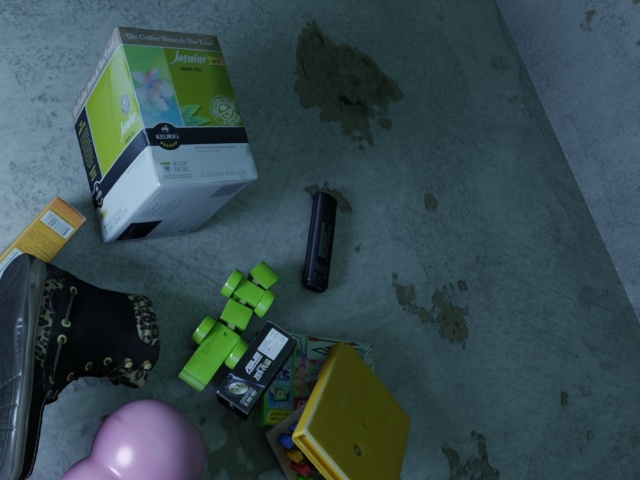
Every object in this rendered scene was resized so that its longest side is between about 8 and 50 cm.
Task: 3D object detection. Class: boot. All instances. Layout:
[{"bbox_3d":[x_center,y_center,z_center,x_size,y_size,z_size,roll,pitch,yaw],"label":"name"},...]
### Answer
[{"bbox_3d":[-0.431,0.230,1.100,0.284,0.138,0.377,24,51,-49],"label":"boot"}]

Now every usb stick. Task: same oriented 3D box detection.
[{"bbox_3d":[0.000,0.000,1.622,0.077,0.045,0.277,27,57,-34],"label":"usb stick"}]

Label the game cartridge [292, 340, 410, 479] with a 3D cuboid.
[{"bbox_3d":[0.082,0.415,1.381,0.285,0.053,0.323,52,28,-12],"label":"game cartridge"}]

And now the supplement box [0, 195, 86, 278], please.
[{"bbox_3d":[-0.552,0.027,1.179,0.080,0.078,0.233,44,52,-18],"label":"supplement box"}]

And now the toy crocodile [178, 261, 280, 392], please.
[{"bbox_3d":[-0.195,0.179,1.373,0.115,0.105,0.340,32,57,-4],"label":"toy crocodile"}]

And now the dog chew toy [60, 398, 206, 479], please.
[{"bbox_3d":[-0.356,0.441,1.081,0.206,0.207,0.332,48,59,-11],"label":"dog chew toy"}]

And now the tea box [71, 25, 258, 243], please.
[{"bbox_3d":[-0.331,-0.203,1.273,0.220,0.329,0.323,-10,78,-38],"label":"tea box"}]

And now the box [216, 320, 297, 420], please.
[{"bbox_3d":[-0.133,0.275,1.305,0.078,0.147,0.180,33,69,6],"label":"box"}]

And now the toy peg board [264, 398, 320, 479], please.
[{"bbox_3d":[-0.010,0.449,1.362,0.161,0.079,0.160,-32,106,-29],"label":"toy peg board"}]

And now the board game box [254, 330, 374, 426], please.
[{"bbox_3d":[-0.006,0.336,1.476,0.317,0.046,0.213,13,63,-32],"label":"board game box"}]
